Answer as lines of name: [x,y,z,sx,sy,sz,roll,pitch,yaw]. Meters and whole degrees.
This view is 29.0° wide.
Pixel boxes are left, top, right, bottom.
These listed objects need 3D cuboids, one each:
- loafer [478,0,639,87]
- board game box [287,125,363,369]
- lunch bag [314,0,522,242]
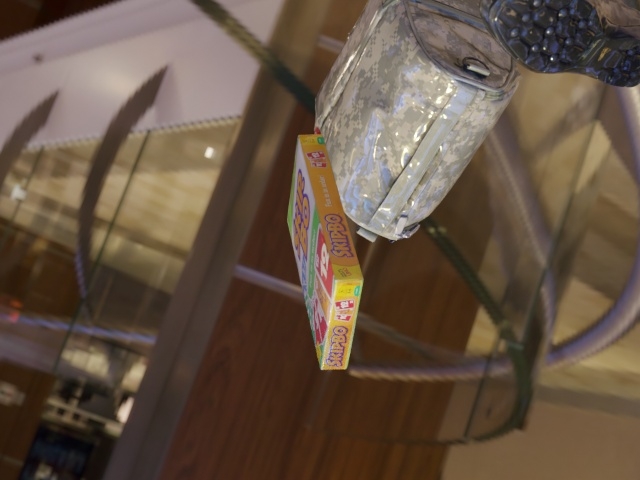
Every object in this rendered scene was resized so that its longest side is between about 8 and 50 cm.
loafer: [0.190,-0.173,0.970,0.223,0.076,0.078,6,-140,-48]
board game box: [0.000,0.000,1.299,0.039,0.259,0.124,1,130,-10]
lunch bag: [0.128,-0.177,1.694,0.213,0.256,0.305,21,127,-16]
